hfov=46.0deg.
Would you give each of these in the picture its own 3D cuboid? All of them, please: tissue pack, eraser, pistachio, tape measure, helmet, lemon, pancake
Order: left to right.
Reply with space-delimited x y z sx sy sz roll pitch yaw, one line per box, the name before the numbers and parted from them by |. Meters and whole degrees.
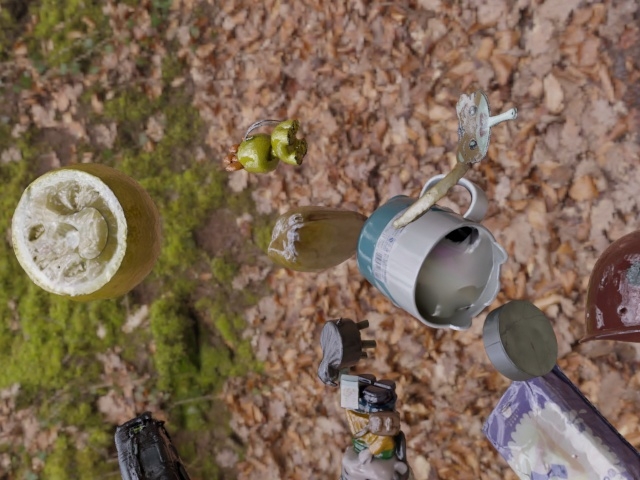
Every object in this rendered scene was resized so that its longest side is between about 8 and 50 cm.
lemon | -0.560 -0.020 1.892 0.364 0.364 0.364 172 90 -72
tape measure | -0.308 0.448 1.431 0.186 0.112 0.199 -124 13 -53
pistachio | 0.000 0.000 1.891 0.213 0.260 0.163 -51 45 50
eraser | 0.059 0.304 1.517 0.019 0.038 0.083 -71 -15 -50
pancake | 0.155 -0.060 1.050 0.022 0.139 0.139 47 156 3
tissue pack | 0.544 0.471 1.682 0.344 0.125 0.242 51 132 34
helmet | 0.687 0.089 1.511 0.337 0.385 0.230 -9 78 28

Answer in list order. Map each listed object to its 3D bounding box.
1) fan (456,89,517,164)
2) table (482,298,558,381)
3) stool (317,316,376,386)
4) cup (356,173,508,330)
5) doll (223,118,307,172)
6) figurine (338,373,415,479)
fan | 0.314 -0.222 1.447 0.226 0.008 0.153 177 93 -73
table | 0.338 0.169 1.274 0.043 0.133 0.134 -38 61 51
stool | 0.060 0.285 1.928 0.125 0.121 0.217 46 131 52
cup | 0.222 0.006 1.513 0.257 0.219 0.290 33 98 53
doll | -0.148 -0.232 1.920 0.135 0.220 0.143 62 -143 -39
figurine | 0.133 0.476 1.730 0.185 0.204 0.333 9 92 42
